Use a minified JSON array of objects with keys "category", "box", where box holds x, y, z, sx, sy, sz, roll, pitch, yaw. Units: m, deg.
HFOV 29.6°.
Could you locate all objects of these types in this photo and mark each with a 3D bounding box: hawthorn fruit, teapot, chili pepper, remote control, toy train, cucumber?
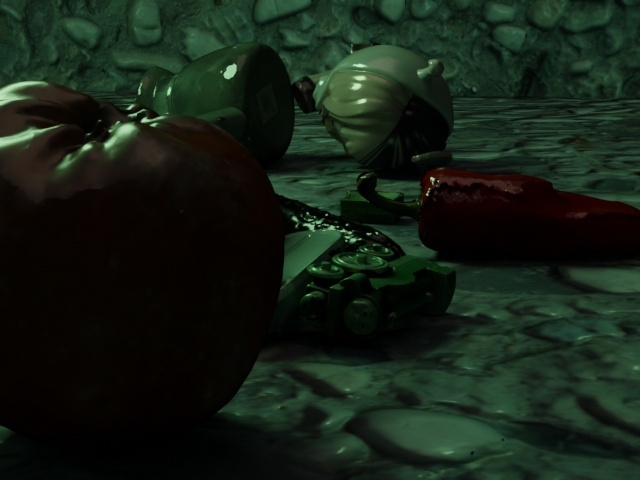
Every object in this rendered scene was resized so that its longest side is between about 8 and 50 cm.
[{"category":"hawthorn fruit","box":[-0.167,0.017,0.894,0.284,0.284,0.284,-1,12,0]},{"category":"teapot","box":[-0.221,-0.208,2.192,0.285,0.223,0.305,-3,52,25]},{"category":"chili pepper","box":[0.235,-0.031,1.483,0.387,0.110,0.110,6,13,4]},{"category":"remote control","box":[-0.049,0.041,1.223,0.104,0.052,0.247,-5,16,25]},{"category":"toy train","box":[0.072,-0.047,1.703,0.093,0.038,0.056,3,15,17]},{"category":"toy train","box":[0.052,0.053,1.186,0.104,0.071,0.178,18,18,26]},{"category":"cucumber","box":[0.000,0.000,1.407,0.081,0.072,0.303,6,8,-31]}]

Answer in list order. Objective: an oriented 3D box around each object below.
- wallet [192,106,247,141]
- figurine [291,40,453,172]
[{"category":"wallet","box":[-0.256,-0.059,1.446,0.252,0.083,0.360,-36,-5,31]},{"category":"figurine","box":[0.096,-0.247,2.154,0.253,0.211,0.361,14,11,-15]}]
